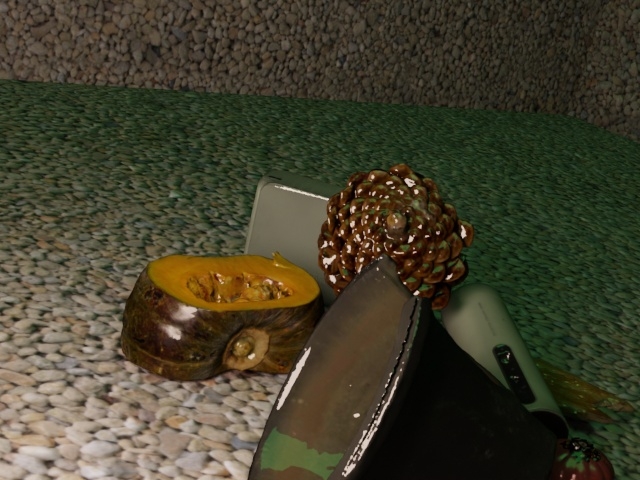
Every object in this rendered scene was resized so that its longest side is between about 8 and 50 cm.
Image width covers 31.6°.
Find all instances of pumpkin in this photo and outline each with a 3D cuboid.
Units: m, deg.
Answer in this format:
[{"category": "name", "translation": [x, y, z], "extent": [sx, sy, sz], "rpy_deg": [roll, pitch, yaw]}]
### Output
[{"category": "pumpkin", "translation": [-0.152, 0.107, 1.714], "extent": [0.317, 0.139, 0.222], "rpy_deg": [-4, 28, -33]}]

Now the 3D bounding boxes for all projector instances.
[{"category": "projector", "translation": [0.000, 0.000, 2.013], "extent": [0.251, 0.198, 0.108], "rpy_deg": [15, 19, 10]}, {"category": "projector", "translation": [0.269, 0.194, 1.695], "extent": [0.108, 0.108, 0.337], "rpy_deg": [8, 28, -14]}]

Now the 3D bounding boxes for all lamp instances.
[{"category": "lamp", "translation": [0.335, 0.308, 1.497], "extent": [0.108, 0.092, 0.107], "rpy_deg": [11, 18, -4]}]

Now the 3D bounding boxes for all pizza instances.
[{"category": "pizza", "translation": [0.368, 0.240, 1.802], "extent": [0.262, 0.034, 0.181], "rpy_deg": [16, 19, 19]}]

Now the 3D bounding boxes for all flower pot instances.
[{"category": "flower pot", "translation": [0.098, 0.235, 1.290], "extent": [0.251, 0.379, 0.379], "rpy_deg": [30, 15, -14]}]

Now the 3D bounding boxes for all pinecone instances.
[{"category": "pinecone", "translation": [0.116, 0.007, 1.800], "extent": [0.264, 0.264, 0.264], "rpy_deg": [11, 19, -4]}]
